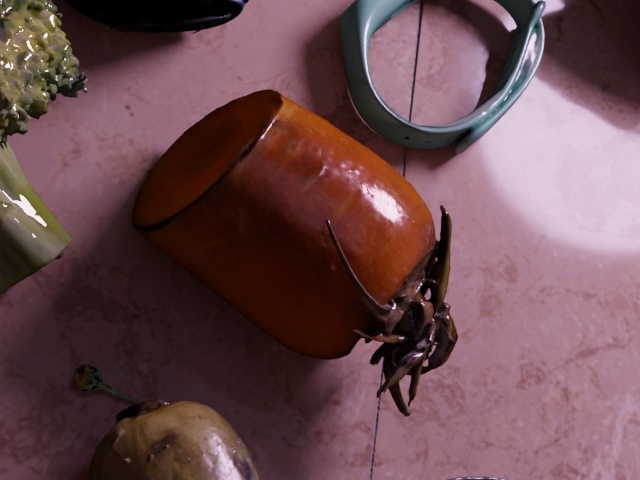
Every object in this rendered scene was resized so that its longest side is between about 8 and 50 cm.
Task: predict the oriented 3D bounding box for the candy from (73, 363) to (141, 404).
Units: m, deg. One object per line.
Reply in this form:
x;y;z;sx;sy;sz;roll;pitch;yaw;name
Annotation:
-0.187;0.137;1.559;0.083;0.025;0.023;25;91;-17;candy

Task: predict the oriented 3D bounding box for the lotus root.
-0.107;0.268;1.460;0.154;0.154;0.278;-17;76;-24;lotus root

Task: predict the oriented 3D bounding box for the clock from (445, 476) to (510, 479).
0.147;0.376;1.549;0.319;0.066;0.318;7;68;-17;clock

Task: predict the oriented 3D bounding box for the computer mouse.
-0.185;-0.255;1.647;0.233;0.137;0.096;20;83;-5;computer mouse

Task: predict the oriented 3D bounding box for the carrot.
0.000;0.000;1.570;0.331;0.214;0.193;40;64;-4;carrot

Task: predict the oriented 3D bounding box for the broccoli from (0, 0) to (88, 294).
-0.343;-0.096;1.469;0.302;0.249;0.375;40;57;3;broccoli

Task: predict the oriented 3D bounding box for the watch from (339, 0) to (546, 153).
0.131;-0.202;1.770;0.237;0.068;0.195;-38;86;-26;watch
